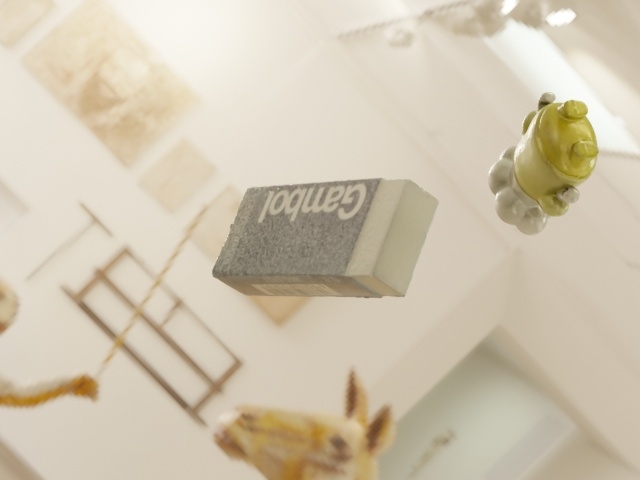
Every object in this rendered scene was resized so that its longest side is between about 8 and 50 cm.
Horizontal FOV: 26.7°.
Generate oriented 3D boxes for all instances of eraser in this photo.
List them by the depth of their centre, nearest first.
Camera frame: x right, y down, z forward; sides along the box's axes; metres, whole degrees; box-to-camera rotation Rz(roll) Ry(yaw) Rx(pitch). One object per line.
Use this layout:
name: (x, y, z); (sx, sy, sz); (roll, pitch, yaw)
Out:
eraser: (0.000, 0.000, 1.109); (0.046, 0.091, 0.212); (33, -20, -34)

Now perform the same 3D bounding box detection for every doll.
doll: (0.201, -0.066, 1.217); (0.162, 0.062, 0.106); (124, -40, -65)
